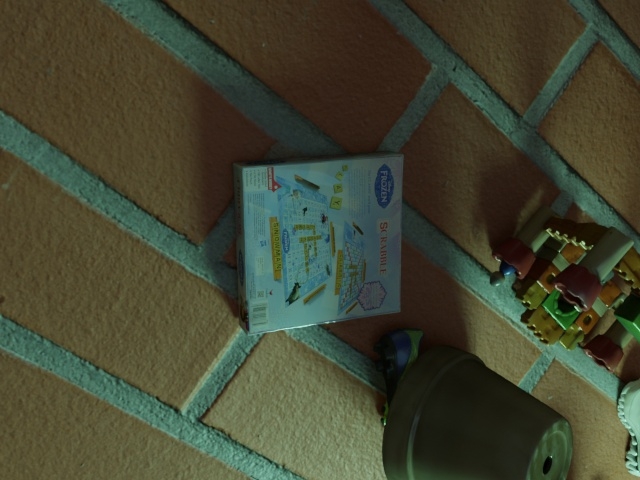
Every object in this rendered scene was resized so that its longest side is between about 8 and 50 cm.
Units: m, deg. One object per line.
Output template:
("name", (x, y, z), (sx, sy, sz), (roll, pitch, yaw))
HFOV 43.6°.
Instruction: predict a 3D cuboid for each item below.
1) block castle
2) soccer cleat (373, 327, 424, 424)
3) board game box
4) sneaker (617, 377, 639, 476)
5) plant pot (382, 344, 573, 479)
("block castle", (0.575, 0.153, 1.659), (0.453, 0.303, 0.213), (42, 87, -26))
("soccer cleat", (0.186, 0.317, 1.659), (0.121, 0.093, 0.289), (-15, 110, -21))
("board game box", (0.000, 0.000, 1.505), (0.318, 0.066, 0.318), (-6, 107, -21))
("sneaker", (0.807, 0.468, 1.949), (0.110, 0.118, 0.292), (-23, 111, -14))
("plant pot", (0.325, 0.399, 1.576), (0.323, 0.280, 0.323), (-16, 112, -45))
